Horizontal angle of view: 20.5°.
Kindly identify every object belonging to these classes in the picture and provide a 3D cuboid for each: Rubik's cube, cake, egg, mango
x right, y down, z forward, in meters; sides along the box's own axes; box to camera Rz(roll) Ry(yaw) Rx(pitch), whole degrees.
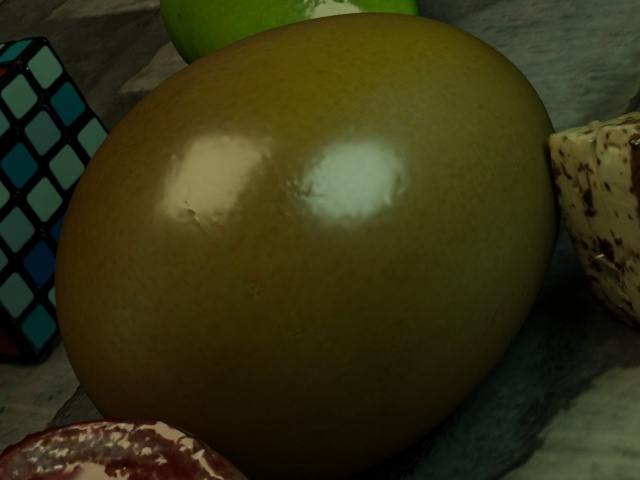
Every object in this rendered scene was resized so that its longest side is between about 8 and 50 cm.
[{"bbox_3d":[-0.275,-0.029,1.395,0.182,0.187,0.184,-3,39,43],"label":"Rubik's cube"},{"bbox_3d":[0.245,-0.066,0.990,0.246,0.135,0.112,-42,29,-15],"label":"cake"},{"bbox_3d":[0.000,0.000,1.017,0.322,0.250,0.250,-35,27,-27],"label":"egg"},{"bbox_3d":[-0.014,-0.187,1.397,0.192,0.156,0.343,-36,29,-7],"label":"mango"}]

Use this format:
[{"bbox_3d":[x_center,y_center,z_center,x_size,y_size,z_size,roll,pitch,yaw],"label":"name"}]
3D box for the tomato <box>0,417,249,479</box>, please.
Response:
[{"bbox_3d":[-0.086,0.208,0.907,0.200,0.139,0.233,-36,63,11],"label":"tomato"}]
